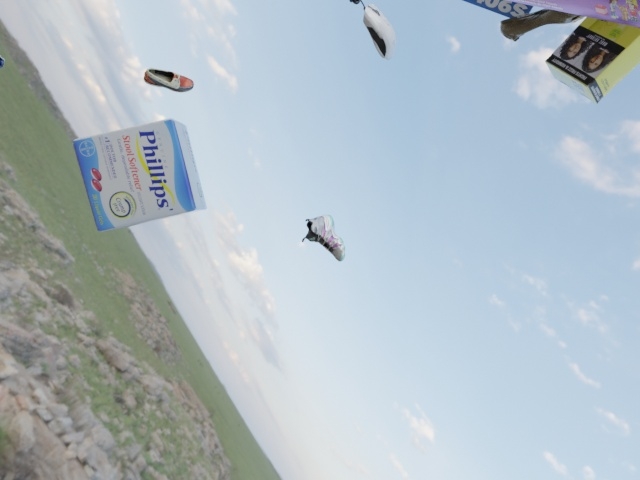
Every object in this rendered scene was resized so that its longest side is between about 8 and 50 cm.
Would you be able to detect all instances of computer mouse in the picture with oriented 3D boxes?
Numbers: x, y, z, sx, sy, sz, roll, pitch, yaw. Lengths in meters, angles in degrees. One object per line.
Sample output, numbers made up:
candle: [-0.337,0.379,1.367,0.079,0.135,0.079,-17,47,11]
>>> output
computer mouse: [0.135,-0.529,1.040,0.042,0.106,0.193,-11,-54,42]

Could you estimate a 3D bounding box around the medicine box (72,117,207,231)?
medicine box: [-0.512,-0.186,1.267,0.149,0.288,0.264,-95,172,-84]

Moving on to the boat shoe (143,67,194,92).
boat shoe: [-0.412,-0.443,1.197,0.043,0.136,0.049,-30,-114,52]

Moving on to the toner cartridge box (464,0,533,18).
toner cartridge box: [0.472,-0.776,1.266,0.347,0.075,0.165,25,-11,9]

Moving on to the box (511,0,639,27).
box: [0.370,-0.373,0.522,0.057,0.201,0.293,32,13,-43]

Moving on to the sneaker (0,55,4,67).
sneaker: [-0.683,-0.371,0.896,0.058,0.052,0.135,42,-9,-17]

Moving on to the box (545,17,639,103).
box: [0.434,-0.309,0.592,0.058,0.232,0.087,20,31,-45]

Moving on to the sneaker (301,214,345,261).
sneaker: [0.000,0.000,0.786,0.098,0.069,0.038,66,-29,29]

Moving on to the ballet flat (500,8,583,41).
ballet flat: [0.518,-0.502,1.001,0.249,0.084,0.058,27,-45,60]
